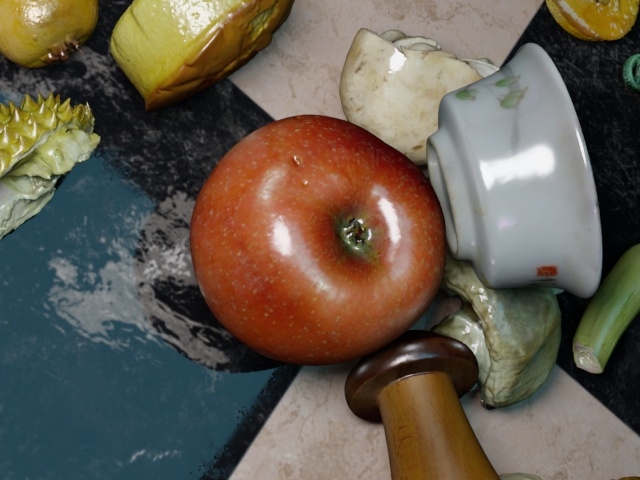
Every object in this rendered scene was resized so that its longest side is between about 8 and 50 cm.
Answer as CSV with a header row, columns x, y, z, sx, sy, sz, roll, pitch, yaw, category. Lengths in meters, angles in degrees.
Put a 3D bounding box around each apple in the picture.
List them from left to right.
x,y,z,sx,sy,sz,roll,pitch,yaw,category
0.000,0.000,1.416,0.348,0.277,0.348,4,79,-23,apple

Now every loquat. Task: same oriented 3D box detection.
x,y,z,sx,sy,sz,roll,pitch,yaw,category
-0.361,-0.296,1.374,0.163,0.137,0.163,16,59,-28,loquat

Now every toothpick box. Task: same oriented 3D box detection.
x,y,z,sx,sy,sz,roll,pitch,yaw,category
0.148,0.266,1.447,0.192,0.192,0.294,0,54,-25,toothpick box

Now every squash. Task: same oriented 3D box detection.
x,y,z,sx,sy,sz,roll,pitch,yaw,category
0.489,0.100,1.737,0.083,0.083,0.250,44,69,-12,squash

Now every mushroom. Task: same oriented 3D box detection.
x,y,z,sx,sy,sz,roll,pitch,yaw,category
0.129,-0.209,1.580,0.253,0.195,0.189,13,108,-37,mushroom
0.273,0.116,1.587,0.189,0.164,0.267,-16,88,-25,mushroom

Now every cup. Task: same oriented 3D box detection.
x,y,z,sx,sy,sz,roll,pitch,yaw,category
0.238,-0.075,1.419,0.163,0.347,0.347,-13,87,-1,cup

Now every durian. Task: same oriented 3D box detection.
x,y,z,sx,sy,sz,roll,pitch,yaw,category
-0.385,-0.090,1.329,0.306,0.172,0.166,-52,128,-31,durian

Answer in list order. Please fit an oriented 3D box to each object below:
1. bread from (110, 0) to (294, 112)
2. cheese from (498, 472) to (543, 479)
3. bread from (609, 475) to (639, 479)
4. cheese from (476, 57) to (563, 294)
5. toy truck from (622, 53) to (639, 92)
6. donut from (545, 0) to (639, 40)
x,y,z,sx,sy,sz,roll,pitch,yaw,category
-0.150,-0.285,1.409,0.270,0.270,0.148,-41,95,-24,bread
0.237,0.433,1.560,0.263,0.093,0.159,-10,89,-27,cheese
0.468,0.485,1.658,0.181,0.096,0.222,-3,83,-28,bread
0.300,-0.098,1.708,0.085,0.034,0.400,-18,90,-31,cheese
0.652,-0.334,1.843,0.156,0.155,0.279,38,68,-24,toy truck
0.455,-0.417,1.814,0.162,0.065,0.178,-44,102,-19,donut
